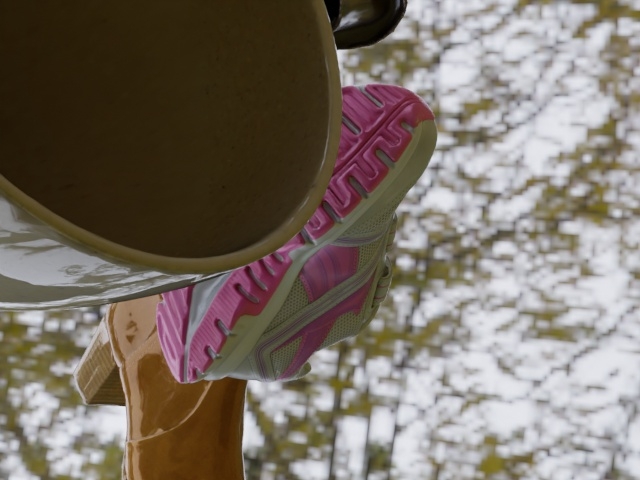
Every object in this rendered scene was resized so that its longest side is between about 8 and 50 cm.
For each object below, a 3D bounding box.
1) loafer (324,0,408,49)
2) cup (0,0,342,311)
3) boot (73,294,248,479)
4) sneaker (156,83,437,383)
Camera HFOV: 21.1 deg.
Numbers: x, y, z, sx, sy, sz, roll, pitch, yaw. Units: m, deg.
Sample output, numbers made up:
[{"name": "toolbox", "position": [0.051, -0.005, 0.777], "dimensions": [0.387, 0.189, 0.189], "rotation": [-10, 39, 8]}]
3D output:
[{"name": "loafer", "position": [-0.024, -0.247, 1.790], "dimensions": [0.366, 0.130, 0.134], "rotation": [3, -46, -52]}, {"name": "cup", "position": [-0.185, -0.095, 0.926], "dimensions": [0.331, 0.237, 0.331], "rotation": [27, -131, -37]}, {"name": "boot", "position": [-0.093, 0.134, 1.489], "dimensions": [0.104, 0.295, 0.211], "rotation": [1, -46, -51]}, {"name": "sneaker", "position": [0.000, 0.000, 1.134], "dimensions": [0.111, 0.252, 0.103], "rotation": [15, -143, -40]}]
